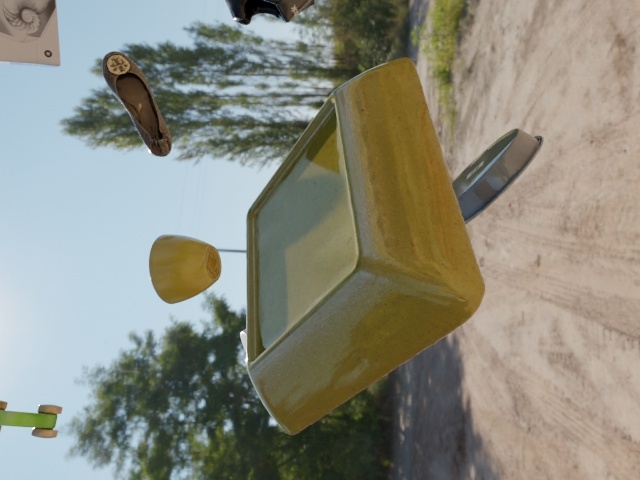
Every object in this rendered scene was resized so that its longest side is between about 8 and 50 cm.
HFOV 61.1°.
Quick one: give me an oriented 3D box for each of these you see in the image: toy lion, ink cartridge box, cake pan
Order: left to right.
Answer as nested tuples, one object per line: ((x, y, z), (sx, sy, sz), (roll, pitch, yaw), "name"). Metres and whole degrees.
((-0.321, 0.172, 0.527), (0.096, 0.100, 0.034), (78, -164, -69), "toy lion")
((-0.618, -0.449, 1.019), (0.045, 0.223, 0.223), (13, 107, 54), "ink cartridge box")
((0.362, -0.139, 1.206), (0.293, 0.054, 0.293), (-47, 2, 3), "cake pan")

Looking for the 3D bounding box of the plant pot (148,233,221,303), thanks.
((-0.244, 0.048, 1.022), (0.134, 0.095, 0.134), (-8, -90, -75), "plant pot")

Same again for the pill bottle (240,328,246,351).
((-0.025, 0.196, 1.263), (0.169, 0.302, 0.169), (46, 152, 34), "pill bottle")

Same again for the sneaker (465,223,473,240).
((0.392, -0.015, 1.721), (0.256, 0.094, 0.151), (36, -104, -44), "sneaker")

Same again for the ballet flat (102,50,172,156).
((-0.402, -0.301, 1.202), (0.249, 0.084, 0.058), (67, 161, -13), "ballet flat")

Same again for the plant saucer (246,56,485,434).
((0.000, 0.000, 0.604), (0.333, 0.081, 0.332), (-47, 36, 41), "plant saucer")

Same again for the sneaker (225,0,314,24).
((-0.031, -0.362, 0.761), (0.078, 0.234, 0.106), (14, -115, -79), "sneaker")
